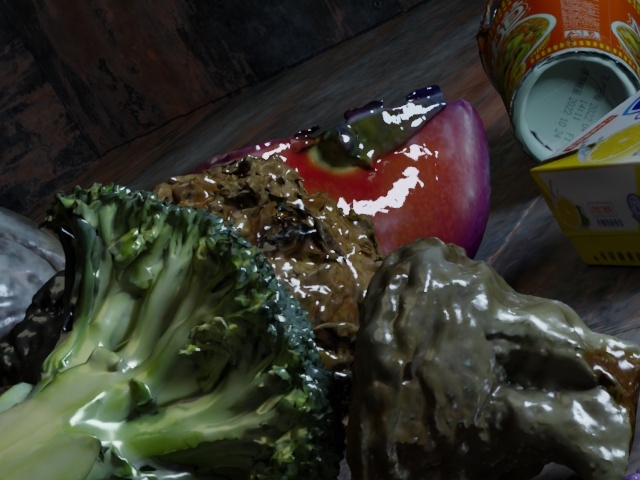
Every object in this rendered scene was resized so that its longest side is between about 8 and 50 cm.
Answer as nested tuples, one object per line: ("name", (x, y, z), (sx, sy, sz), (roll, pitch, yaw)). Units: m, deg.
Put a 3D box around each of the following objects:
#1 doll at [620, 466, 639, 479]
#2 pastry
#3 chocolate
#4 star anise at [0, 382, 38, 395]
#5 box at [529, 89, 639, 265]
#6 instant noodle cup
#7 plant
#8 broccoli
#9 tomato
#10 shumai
("doll", (0.162, 0.157, 0.760), (0.206, 0.067, 0.110), (2, 43, 50))
("pastry", (-0.060, 0.069, 1.222), (0.275, 0.275, 0.193), (-30, -4, 3))
("chocolate", (-0.380, 0.107, 1.824), (0.213, 0.303, 0.303), (11, 40, 46))
("star anise", (-0.320, 0.198, 1.204), (0.292, 0.109, 0.349), (-42, -21, 21))
("box", (0.323, -0.087, 1.260), (0.265, 0.097, 0.168), (-35, 13, -18))
("instant noodle cup", (0.252, -0.168, 1.589), (0.193, 0.193, 0.212), (-27, 21, 17))
("plant", (-0.202, 0.130, 1.436), (0.178, 0.204, 0.234), (-36, 21, -5))
("broccoli", (-0.140, 0.145, 0.965), (0.361, 0.252, 0.221), (-58, 5, -27))
("tomato", (0.013, 0.014, 1.424), (0.335, 0.176, 0.289), (-17, -14, -14))
("shumai", (0.105, 0.106, 0.945), (0.176, 0.205, 0.166), (7, 13, 4))
